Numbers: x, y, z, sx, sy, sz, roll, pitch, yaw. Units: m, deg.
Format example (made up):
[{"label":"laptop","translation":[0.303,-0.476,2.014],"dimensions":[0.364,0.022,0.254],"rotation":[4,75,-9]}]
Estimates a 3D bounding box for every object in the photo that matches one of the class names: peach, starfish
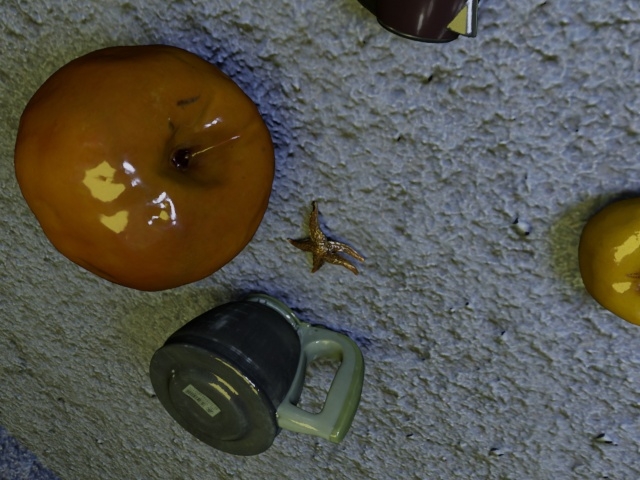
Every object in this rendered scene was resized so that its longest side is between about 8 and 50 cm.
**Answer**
[{"label":"peach","translation":[-0.245,-0.100,0.832],"dimensions":[0.302,0.343,0.342],"rotation":[1,123,51]},{"label":"peach","translation":[0.413,0.025,0.727],"dimensions":[0.179,0.103,0.179],"rotation":[13,122,21]},{"label":"starfish","translation":[-0.004,0.003,0.949],"dimensions":[0.133,0.041,0.130],"rotation":[-3,117,27]}]

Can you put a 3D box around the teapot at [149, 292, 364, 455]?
[{"label":"teapot","translation":[-0.101,0.197,0.994],"dimensions":[0.322,0.239,0.239],"rotation":[-16,113,37]}]

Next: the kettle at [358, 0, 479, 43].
[{"label":"kettle","translation":[0.109,-0.338,0.626],"dimensions":[0.202,0.144,0.232],"rotation":[36,134,26]}]
